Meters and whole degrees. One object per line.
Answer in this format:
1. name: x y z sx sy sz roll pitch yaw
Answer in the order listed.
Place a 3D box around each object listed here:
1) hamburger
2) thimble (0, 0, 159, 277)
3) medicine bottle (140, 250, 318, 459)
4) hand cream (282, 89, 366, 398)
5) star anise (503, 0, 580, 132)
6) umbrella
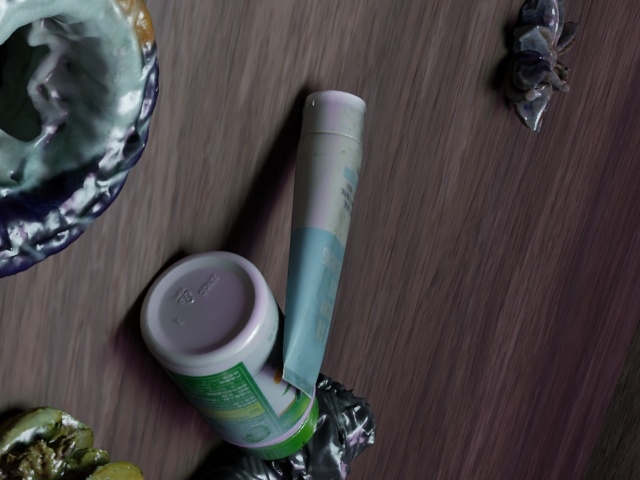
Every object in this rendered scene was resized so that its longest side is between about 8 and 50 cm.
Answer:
1. hamburger: -0.249 0.241 0.951 0.185 0.131 0.159 -62 161 8
2. thimble: -0.227 -0.096 0.692 0.237 0.150 0.237 -39 144 -37
3. medicine bottle: -0.083 0.134 1.134 0.133 0.133 0.274 -54 151 -20
4. hand cream: 0.000 0.000 1.105 0.111 0.070 0.313 52 41 -69
5. star anise: 0.311 -0.255 1.546 0.262 0.081 0.230 -49 150 -48
6. umbrella: -0.069 0.298 1.262 0.336 0.154 0.128 -45 137 -34
